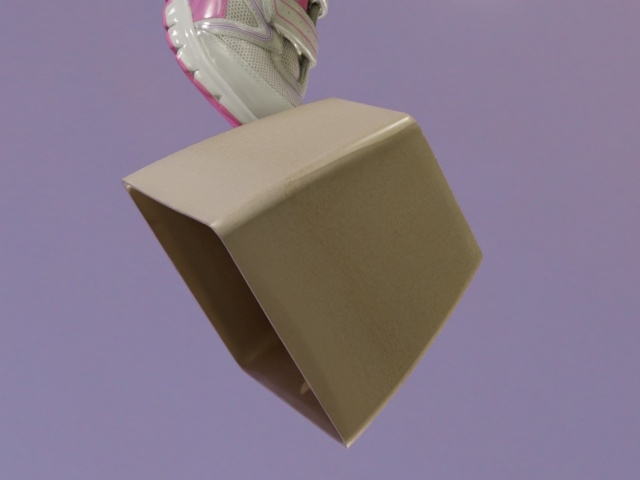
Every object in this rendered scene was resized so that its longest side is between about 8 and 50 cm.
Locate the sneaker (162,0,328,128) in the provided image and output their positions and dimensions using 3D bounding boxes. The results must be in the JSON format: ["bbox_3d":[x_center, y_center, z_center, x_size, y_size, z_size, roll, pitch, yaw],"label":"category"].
[{"bbox_3d":[-0.044,-0.157,0.793,0.111,0.252,0.103,-28,-22,7],"label":"sneaker"}]

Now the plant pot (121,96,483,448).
[{"bbox_3d":[0.000,0.000,0.500,0.096,0.109,0.109,-37,-65,-15],"label":"plant pot"}]
